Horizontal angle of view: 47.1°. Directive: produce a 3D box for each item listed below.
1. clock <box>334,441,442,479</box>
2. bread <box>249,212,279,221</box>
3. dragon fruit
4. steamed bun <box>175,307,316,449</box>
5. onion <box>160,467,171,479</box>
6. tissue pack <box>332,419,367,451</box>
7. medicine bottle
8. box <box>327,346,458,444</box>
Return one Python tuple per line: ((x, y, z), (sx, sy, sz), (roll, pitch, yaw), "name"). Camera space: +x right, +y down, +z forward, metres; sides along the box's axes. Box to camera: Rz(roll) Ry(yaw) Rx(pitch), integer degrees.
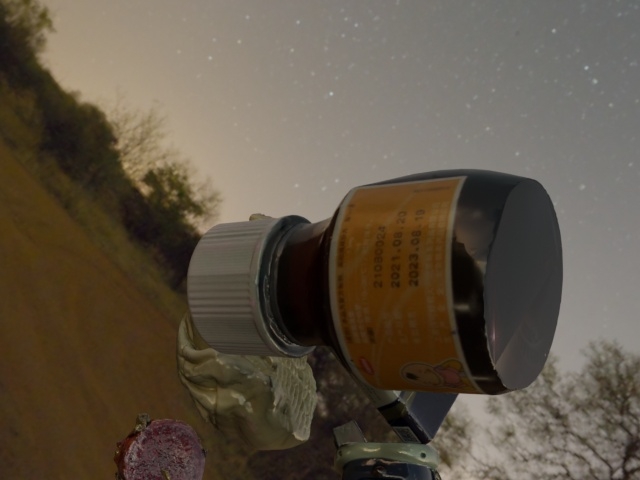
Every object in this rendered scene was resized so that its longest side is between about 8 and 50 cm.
((0.072, 0.374, 0.904), (0.199, 0.243, 0.146), (1, -21, 9), "clock")
((0.000, 0.000, 1.288), (0.250, 0.039, 0.182), (10, 10, -19), "bread")
((-0.378, 0.536, 1.732), (0.282, 0.211, 0.147), (63, -26, -5), "dragon fruit")
((-0.143, 0.214, 1.286), (0.275, 0.206, 0.320), (47, 29, -52), "steamed bun")
((-0.306, 0.624, 1.224), (0.358, 0.345, 0.358), (48, -14, 16), "onion")
((0.066, 0.367, 1.105), (0.112, 0.051, 0.156), (-125, -164, -66), "tissue pack")
((0.050, 0.047, 0.831), (0.395, 0.242, 0.242), (-3, -44, 35), "medicine bottle")
((0.113, 0.161, 1.114), (0.071, 0.168, 0.259), (-20, -67, 50), "box")
